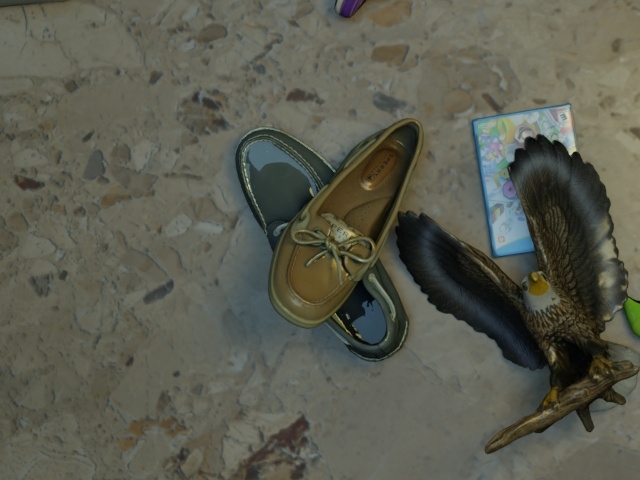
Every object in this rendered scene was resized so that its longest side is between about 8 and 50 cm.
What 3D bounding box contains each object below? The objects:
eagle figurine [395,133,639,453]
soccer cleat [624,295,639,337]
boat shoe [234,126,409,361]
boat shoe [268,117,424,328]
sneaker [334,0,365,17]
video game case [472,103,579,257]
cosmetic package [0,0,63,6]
[{"bbox_3d":[0.246,0.059,1.794,0.226,0.225,0.298,-9,56,-23],"label":"eagle figurine"},{"bbox_3d":[0.435,0.053,1.826,0.179,0.060,0.072,-28,84,9],"label":"soccer cleat"},{"bbox_3d":[0.000,0.000,1.859,0.116,0.099,0.319,-32,86,6],"label":"boat shoe"},{"bbox_3d":[0.031,-0.028,1.791,0.104,0.089,0.285,32,58,-6],"label":"boat shoe"},{"bbox_3d":[0.090,-0.317,1.869,0.170,0.068,0.071,-38,91,5],"label":"sneaker"},{"bbox_3d":[0.251,-0.071,1.871,0.119,0.015,0.166,-9,89,7],"label":"video game case"},{"bbox_3d":[-0.464,-0.470,1.921,0.284,0.097,0.377,-5,89,7],"label":"cosmetic package"}]
